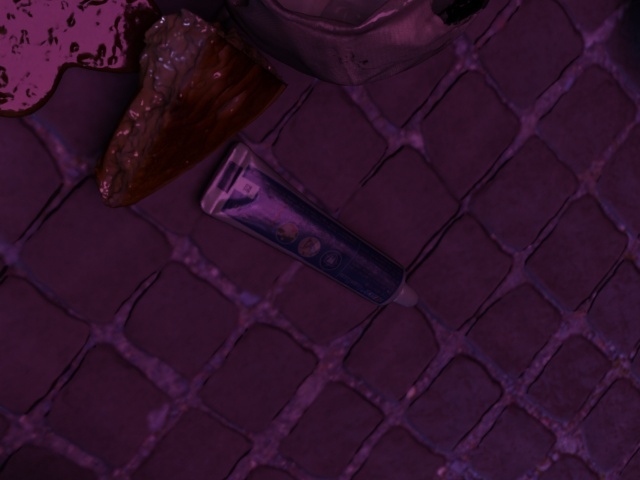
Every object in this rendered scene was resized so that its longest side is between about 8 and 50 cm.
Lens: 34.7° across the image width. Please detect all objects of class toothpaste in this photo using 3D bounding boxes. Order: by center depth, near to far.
[{"bbox_3d":[0.000,0.000,0.754,0.197,0.034,0.057,33,85,-27],"label":"toothpaste"}]

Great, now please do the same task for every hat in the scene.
[{"bbox_3d":[-0.019,-0.214,0.611,0.275,0.161,0.232,39,56,-11],"label":"hat"}]

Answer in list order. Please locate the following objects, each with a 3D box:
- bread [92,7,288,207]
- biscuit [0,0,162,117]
[{"bbox_3d":[-0.072,-0.096,0.663,0.136,0.054,0.154,-24,158,-47],"label":"bread"},{"bbox_3d":[-0.205,-0.161,0.603,0.236,0.039,0.180,-2,109,-24],"label":"biscuit"}]
